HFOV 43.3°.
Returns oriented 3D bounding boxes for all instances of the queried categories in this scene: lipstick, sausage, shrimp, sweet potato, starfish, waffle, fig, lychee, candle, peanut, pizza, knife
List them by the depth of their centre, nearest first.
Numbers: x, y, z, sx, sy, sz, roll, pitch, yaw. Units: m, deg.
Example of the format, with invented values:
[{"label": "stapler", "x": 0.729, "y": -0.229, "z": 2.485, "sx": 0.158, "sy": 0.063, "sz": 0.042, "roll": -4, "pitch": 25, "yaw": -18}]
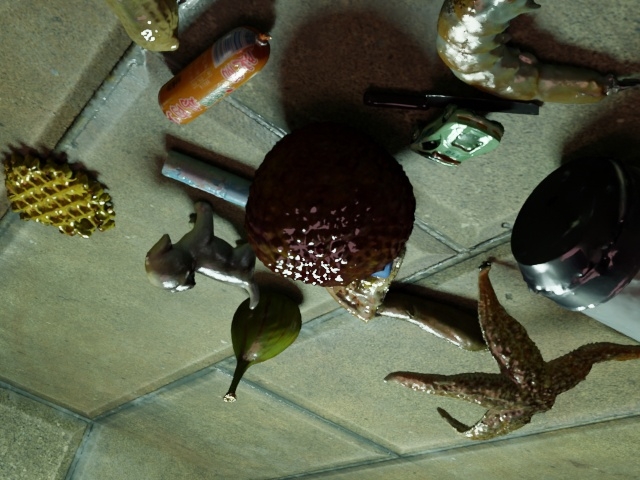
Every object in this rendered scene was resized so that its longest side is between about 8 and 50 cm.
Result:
[{"label": "shrimp", "x": 0.240, "y": -0.235, "z": 0.981, "sx": 0.185, "sy": 0.068, "sz": 0.287, "roll": -13, "pitch": 140, "yaw": 43}, {"label": "peanut", "x": -0.241, "y": -0.321, "z": 1.052, "sx": 0.093, "sy": 0.083, "sz": 0.194, "roll": -6, "pitch": 143, "yaw": 9}, {"label": "knife", "x": 0.173, "y": -0.190, "z": 1.103, "sx": 0.245, "sy": 0.019, "sz": 0.072, "roll": 7, "pitch": 177, "yaw": 16}, {"label": "sausage", "x": -0.146, "y": -0.240, "z": 1.149, "sx": 0.071, "sy": 0.071, "sz": 0.234, "roll": 34, "pitch": 145, "yaw": -27}, {"label": "candle", "x": 0.460, "y": 0.033, "z": 1.157, "sx": 0.342, "sy": 0.221, "sz": 0.221, "roll": 27, "pitch": 147, "yaw": -19}, {"label": "lychee", "x": 0.011, "y": -0.049, "z": 1.224, "sx": 0.261, "sy": 0.260, "sz": 0.260, "roll": 12, "pitch": 148, "yaw": 7}, {"label": "lipstick", "x": -0.194, "y": -0.108, "z": 1.403, "sx": 0.158, "sy": 0.048, "sz": 0.048, "roll": 22, "pitch": 148, "yaw": -8}, {"label": "pizza", "x": 0.086, "y": 0.068, "z": 1.523, "sx": 0.185, "sy": 0.052, "sz": 0.195, "roll": 46, "pitch": 129, "yaw": -11}, {"label": "starfish", "x": 0.356, "y": 0.244, "z": 1.533, "sx": 0.384, "sy": 0.132, "sz": 0.398, "roll": 38, "pitch": 115, "yaw": -17}, {"label": "waffle", "x": -0.519, "y": -0.084, "z": 1.596, "sx": 0.229, "sy": 0.051, "sz": 0.231, "roll": 17, "pitch": 148, "yaw": 4}, {"label": "sweet potato", "x": 0.216, "y": 0.153, "z": 1.605, "sx": 0.273, "sy": 0.075, "sz": 0.075, "roll": 20, "pitch": 149, "yaw": 0}, {"label": "fig", "x": -0.133, "y": 0.236, "z": 1.719, "sx": 0.151, "sy": 0.259, "sz": 0.151, "roll": 15, "pitch": 157, "yaw": 7}]

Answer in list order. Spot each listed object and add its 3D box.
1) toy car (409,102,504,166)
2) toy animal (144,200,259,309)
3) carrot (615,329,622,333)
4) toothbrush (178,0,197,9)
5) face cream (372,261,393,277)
[{"label": "toy car", "x": 0.188, "y": -0.137, "z": 1.141, "sx": 0.093, "sy": 0.058, "sz": 0.186, "roll": 21, "pitch": 166, "yaw": -15}, {"label": "toy animal", "x": -0.220, "y": 0.028, "z": 1.528, "sx": 0.233, "sy": 0.168, "sz": 0.121, "roll": 15, "pitch": 152, "yaw": -25}, {"label": "carrot", "x": 0.567, "y": 0.124, "z": 1.415, "sx": 0.057, "sy": 0.057, "sz": 0.224, "roll": 17, "pitch": 152, "yaw": 0}, {"label": "toothbrush", "x": -0.120, "y": -0.338, "z": 1.030, "sx": 0.017, "sy": 0.022, "sz": 0.204, "roll": 21, "pitch": 153, "yaw": -40}, {"label": "face cream", "x": 0.000, "y": 0.000, "z": 1.418, "sx": 0.264, "sy": 0.083, "sz": 0.149, "roll": 12, "pitch": -173, "yaw": 8}]
